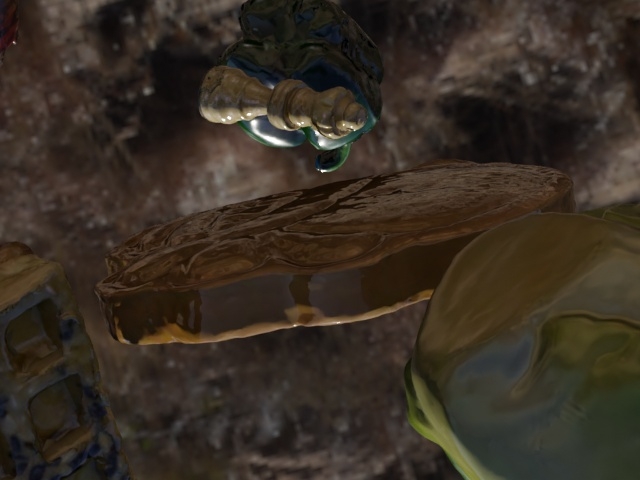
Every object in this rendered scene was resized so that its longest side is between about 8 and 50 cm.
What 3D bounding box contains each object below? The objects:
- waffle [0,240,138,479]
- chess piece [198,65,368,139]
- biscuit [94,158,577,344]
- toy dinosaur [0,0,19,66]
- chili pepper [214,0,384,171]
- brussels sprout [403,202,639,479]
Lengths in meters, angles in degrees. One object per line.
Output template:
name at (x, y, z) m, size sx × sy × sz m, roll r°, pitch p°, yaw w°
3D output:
waffle at (-0.286, 0.183, 0.873) m, size 0.376 × 0.261 × 0.114 m, roll -33°, pitch -150°, yaw -33°
chess piece at (-0.031, -0.126, 1.370) m, size 0.172 × 0.060 × 0.060 m, roll 14°, pitch -169°, yaw 33°
biscuit at (0.000, 0.000, 1.021) m, size 0.351 × 0.057 × 0.312 m, roll -9°, pitch -170°, yaw 14°
toy dinosaur at (-0.329, -0.135, 1.064) m, size 0.113 × 0.327 × 0.206 m, roll 16°, pitch 145°, yaw 19°
chili pepper at (-0.012, -0.178, 1.700) m, size 0.173 × 0.165 × 0.261 m, roll -5°, pitch 157°, yaw 18°
brussels sprout at (0.190, 0.093, 0.803) m, size 0.294 × 0.227 × 0.259 m, roll 36°, pitch 165°, yaw -27°
